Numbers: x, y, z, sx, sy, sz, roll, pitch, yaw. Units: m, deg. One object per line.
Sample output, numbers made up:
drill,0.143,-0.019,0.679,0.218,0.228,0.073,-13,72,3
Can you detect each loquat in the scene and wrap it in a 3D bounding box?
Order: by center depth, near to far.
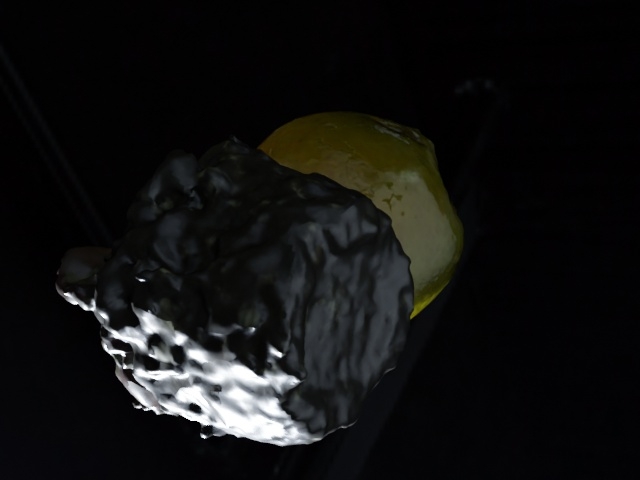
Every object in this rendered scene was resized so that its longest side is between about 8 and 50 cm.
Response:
loquat,0.000,0.000,1.064,0.213,0.246,0.213,-21,-90,-90

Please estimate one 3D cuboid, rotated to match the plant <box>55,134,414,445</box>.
plant,-0.061,0.036,0.846,0.178,0.234,0.204,-53,-45,-29
